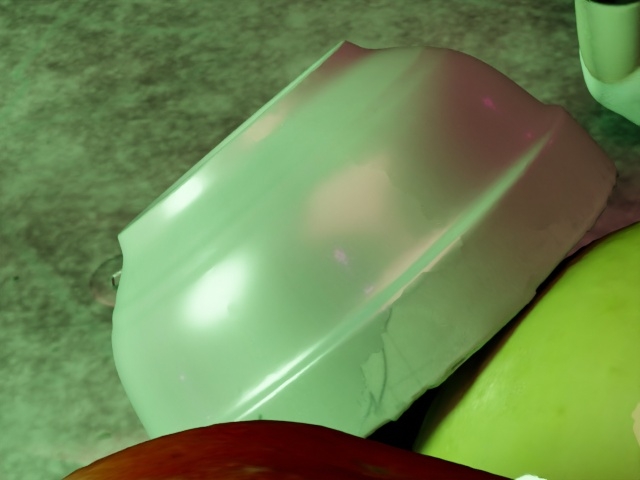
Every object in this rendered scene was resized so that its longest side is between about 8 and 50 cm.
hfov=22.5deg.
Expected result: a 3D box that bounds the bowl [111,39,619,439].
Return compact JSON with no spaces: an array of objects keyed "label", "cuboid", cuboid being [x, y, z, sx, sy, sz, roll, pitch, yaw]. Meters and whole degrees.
[{"label":"bowl","cuboid":[0.000,0.000,0.834,0.144,0.287,0.287,49,60,-6]}]

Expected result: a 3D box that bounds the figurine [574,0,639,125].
[{"label":"figurine","cuboid":[0.259,-0.234,1.099,0.320,0.196,0.323,28,52,-21]}]

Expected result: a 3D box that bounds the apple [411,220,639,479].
[{"label":"apple","cuboid":[0.188,0.108,0.739,0.295,0.233,0.258,18,55,26]}]

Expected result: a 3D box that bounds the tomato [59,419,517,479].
[{"label":"tomato","cuboid":[0.009,0.216,0.536,0.293,0.290,0.325,13,5,43]}]
